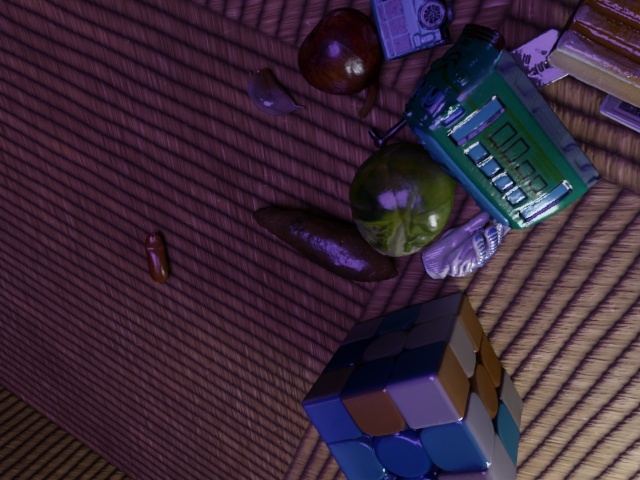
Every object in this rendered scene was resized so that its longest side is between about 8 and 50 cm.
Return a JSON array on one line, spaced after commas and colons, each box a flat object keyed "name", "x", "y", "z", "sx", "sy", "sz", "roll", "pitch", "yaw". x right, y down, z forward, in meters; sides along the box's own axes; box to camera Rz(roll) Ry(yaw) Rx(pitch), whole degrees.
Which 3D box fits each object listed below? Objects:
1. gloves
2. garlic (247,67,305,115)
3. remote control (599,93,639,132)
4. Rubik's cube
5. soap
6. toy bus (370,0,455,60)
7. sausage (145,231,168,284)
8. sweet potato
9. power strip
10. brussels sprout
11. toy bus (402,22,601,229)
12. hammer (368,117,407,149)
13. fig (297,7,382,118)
[{"name": "gloves", "x": 0.326, "y": 0.010, "z": 1.042, "sx": 0.229, "sy": 0.097, "sz": 0.119, "roll": -38, "pitch": 48, "yaw": 40}, {"name": "garlic", "x": -0.121, "y": -0.340, "z": 1.113, "sx": 0.084, "sy": 0.066, "sz": 0.152, "roll": -39, "pitch": 90, "yaw": 31}, {"name": "remote control", "x": 0.657, "y": -0.198, "z": 0.815, "sx": 0.313, "sy": 0.055, "sz": 0.109, "roll": 33, "pitch": 104, "yaw": 12}, {"name": "Rubik's cube", "x": 0.229, "y": 0.378, "z": 1.099, "sx": 0.347, "sy": 0.347, "sz": 0.344, "roll": -26, "pitch": 98, "yaw": 31}, {"name": "soap", "x": 0.539, "y": -0.313, "z": 0.761, "sx": 0.274, "sy": 0.089, "sz": 0.173, "roll": 30, "pitch": 90, "yaw": 8}, {"name": "toy bus", "x": 0.158, "y": -0.482, "z": 0.883, "sx": 0.147, "sy": 0.128, "sz": 0.255, "roll": -10, "pitch": 108, "yaw": 27}, {"name": "sausage", "x": -0.517, "y": 0.055, "z": 1.484, "sx": 0.062, "sy": 0.054, "sz": 0.183, "roll": -7, "pitch": 110, "yaw": -6}, {"name": "sweet potato", "x": -0.003, "y": -0.002, "z": 1.173, "sx": 0.423, "sy": 0.130, "sz": 0.130, "roll": 23, "pitch": 120, "yaw": 16}, {"name": "power strip", "x": 0.336, "y": -0.301, "z": 0.922, "sx": 0.288, "sy": 0.053, "sz": 0.093, "roll": -25, "pitch": 100, "yaw": 31}, {"name": "brussels sprout", "x": 0.169, "y": -0.079, "z": 1.008, "sx": 0.220, "sy": 0.210, "sz": 0.271, "roll": 11, "pitch": 131, "yaw": 13}, {"name": "toy bus", "x": 0.306, "y": -0.183, "z": 0.836, "sx": 0.199, "sy": 0.183, "sz": 0.344, "roll": -42, "pitch": 114, "yaw": 17}, {"name": "hammer", "x": 0.183, "y": -0.266, "z": 1.028, "sx": 0.178, "sy": 0.021, "sz": 0.065, "roll": -38, "pitch": 92, "yaw": 32}, {"name": "fig", "x": 0.066, "y": -0.368, "z": 0.973, "sx": 0.207, "sy": 0.175, "sz": 0.175, "roll": 34, "pitch": 125, "yaw": -19}]
